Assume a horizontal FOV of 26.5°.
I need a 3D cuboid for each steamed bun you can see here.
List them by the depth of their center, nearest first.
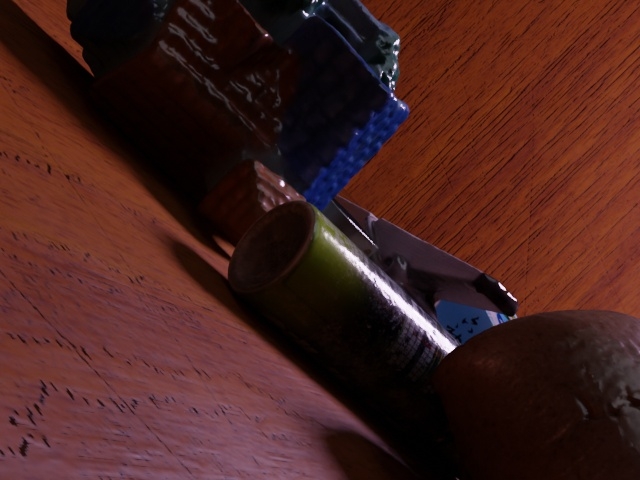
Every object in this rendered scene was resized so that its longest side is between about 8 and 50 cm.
[{"bbox_3d":[0.239,0.173,1.032,0.301,0.199,0.251,32,37,-49],"label":"steamed bun"}]

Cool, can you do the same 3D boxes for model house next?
[{"bbox_3d":[-0.070,-0.145,1.243,0.295,0.252,0.329,44,11,-23],"label":"model house"}]

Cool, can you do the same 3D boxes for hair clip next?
[{"bbox_3d":[0.080,0.034,1.494,0.085,0.101,0.331,36,-1,-35],"label":"hair clip"}]

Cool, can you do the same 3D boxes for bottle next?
[{"bbox_3d":[0.064,0.098,1.124,0.330,0.093,0.093,43,6,-32],"label":"bottle"}]

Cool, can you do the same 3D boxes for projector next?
[{"bbox_3d":[0.000,0.000,1.452,0.083,0.082,0.083,43,5,-40],"label":"projector"}]

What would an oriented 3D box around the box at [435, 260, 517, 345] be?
[{"bbox_3d":[0.210,0.152,1.639,0.142,0.083,0.232,32,28,-57],"label":"box"}]
